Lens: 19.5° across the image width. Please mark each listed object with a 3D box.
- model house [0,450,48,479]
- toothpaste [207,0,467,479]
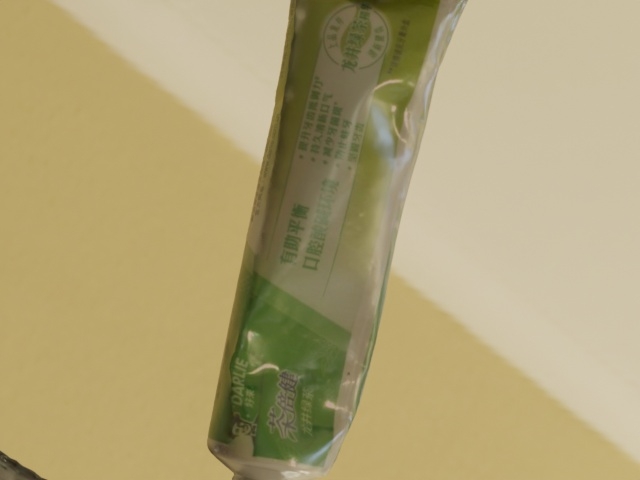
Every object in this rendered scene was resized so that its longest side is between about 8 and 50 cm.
[{"bbox_3d":[-0.306,0.322,1.381,0.271,0.301,0.190,40,-39,-9],"label":"model house"},{"bbox_3d":[0.000,0.000,0.743,0.078,0.248,0.047,13,2,7],"label":"toothpaste"}]
